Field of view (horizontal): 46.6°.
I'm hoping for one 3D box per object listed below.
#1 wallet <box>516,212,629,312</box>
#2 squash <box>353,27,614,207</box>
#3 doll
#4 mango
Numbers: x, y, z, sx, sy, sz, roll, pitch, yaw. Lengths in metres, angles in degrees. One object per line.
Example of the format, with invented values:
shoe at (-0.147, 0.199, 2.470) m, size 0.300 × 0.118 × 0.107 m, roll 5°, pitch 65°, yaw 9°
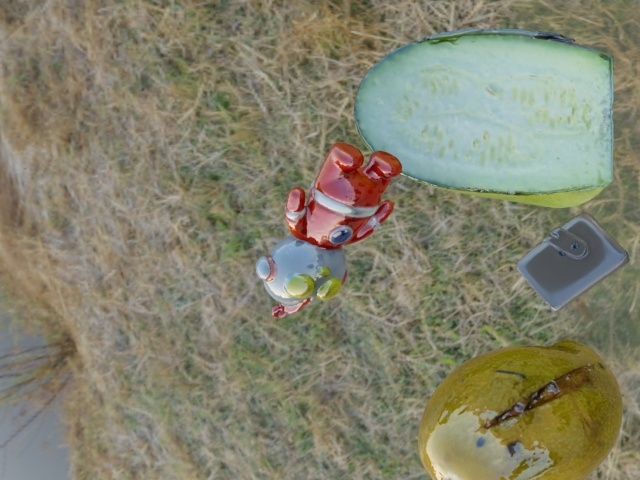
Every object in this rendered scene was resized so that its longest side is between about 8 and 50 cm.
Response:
wallet at (0.408, 0.033, 1.214) m, size 0.152 × 0.039 × 0.118 m, roll -39°, pitch 58°, yaw 6°
squash at (0.215, -0.177, 1.021) m, size 0.210 × 0.308 × 0.234 m, roll -8°, pitch 75°, yaw 61°
doll at (0.000, 0.000, 0.843) m, size 0.245 × 0.142 × 0.076 m, roll -61°, pitch 39°, yaw 25°
mango at (0.241, 0.196, 0.849) m, size 0.177 × 0.294 × 0.120 m, roll 47°, pitch 147°, yaw 33°
